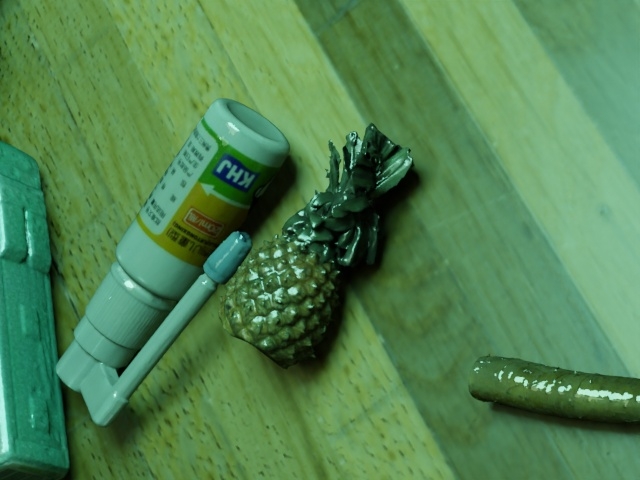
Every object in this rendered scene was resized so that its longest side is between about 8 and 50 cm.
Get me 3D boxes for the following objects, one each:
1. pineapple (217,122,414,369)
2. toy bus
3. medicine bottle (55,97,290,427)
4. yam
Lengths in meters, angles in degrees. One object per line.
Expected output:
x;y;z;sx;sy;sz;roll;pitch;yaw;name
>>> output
0.000;0.000;1.222;0.074;0.074;0.159;36;92;35;pineapple
-0.239;0.051;1.341;0.109;0.091;0.262;-20;67;25;toy bus
-0.097;0.018;1.273;0.221;0.061;0.092;-54;39;16;medicine bottle
0.155;0.089;1.119;0.145;0.032;0.032;5;78;34;yam
